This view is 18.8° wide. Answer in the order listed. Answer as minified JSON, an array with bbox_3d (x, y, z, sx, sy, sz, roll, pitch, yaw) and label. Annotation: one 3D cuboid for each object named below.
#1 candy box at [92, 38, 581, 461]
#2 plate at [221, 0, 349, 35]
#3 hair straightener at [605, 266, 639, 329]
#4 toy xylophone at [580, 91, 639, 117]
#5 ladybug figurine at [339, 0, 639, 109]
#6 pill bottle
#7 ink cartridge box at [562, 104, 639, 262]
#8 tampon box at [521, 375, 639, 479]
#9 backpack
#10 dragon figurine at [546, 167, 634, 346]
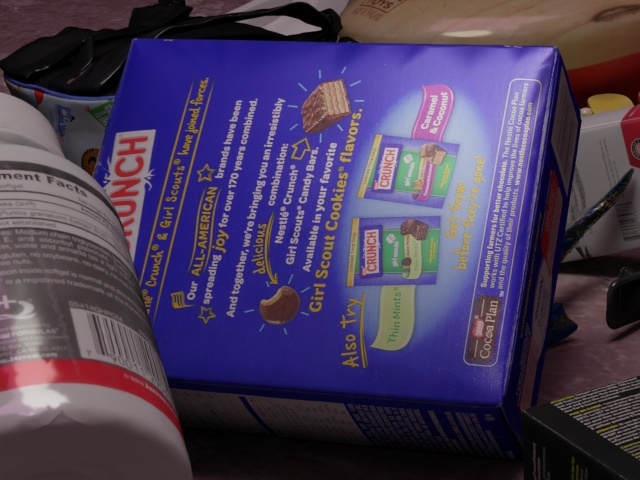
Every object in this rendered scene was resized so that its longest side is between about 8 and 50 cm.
[{"bbox_3d":[0.000,0.000,1.331,0.317,0.122,0.268,4,65,17],"label":"candy box"},{"bbox_3d":[-0.105,-0.198,2.040,0.278,0.045,0.277,-24,16,14],"label":"plate"},{"bbox_3d":[0.280,0.020,1.531,0.089,0.047,0.230,11,24,33],"label":"hair straightener"},{"bbox_3d":[0.284,-0.078,1.750,0.323,0.081,0.236,-6,21,-8],"label":"toy xylophone"},{"bbox_3d":[0.220,-0.201,1.972,0.449,0.161,0.305,-13,21,-24],"label":"ladybug figurine"},{"bbox_3d":[-0.194,0.053,1.177,0.176,0.176,0.318,-8,44,-13],"label":"pill bottle"},{"bbox_3d":[0.224,-0.046,1.585,0.151,0.109,0.063,-10,15,24],"label":"ink cartridge box"},{"bbox_3d":[0.194,0.161,1.054,0.101,0.120,0.161,-13,22,-23],"label":"tampon box"},{"bbox_3d":[-0.142,-0.105,1.705,0.263,0.213,0.277,-9,13,-40],"label":"backpack"},{"bbox_3d":[0.141,0.033,1.458,0.289,0.085,0.144,-16,25,-20],"label":"dragon figurine"}]
